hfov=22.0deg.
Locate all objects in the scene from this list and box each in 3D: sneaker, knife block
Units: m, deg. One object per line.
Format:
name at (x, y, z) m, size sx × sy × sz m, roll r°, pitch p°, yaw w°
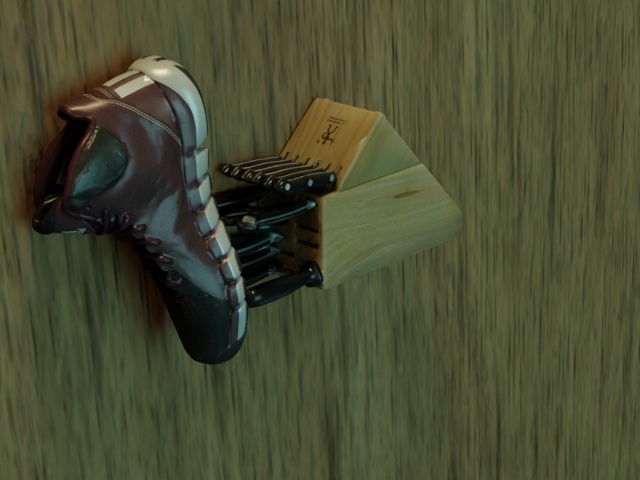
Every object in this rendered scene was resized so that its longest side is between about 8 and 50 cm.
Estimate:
sneaker at (-0.165, -0.004, 1.395) m, size 0.163 × 0.106 × 0.281 m, roll -25°, pitch 112°, yaw -36°
knife block at (0.000, 0.000, 1.586) m, size 0.242 × 0.088 × 0.275 m, roll -60°, pitch 139°, yaw -14°
